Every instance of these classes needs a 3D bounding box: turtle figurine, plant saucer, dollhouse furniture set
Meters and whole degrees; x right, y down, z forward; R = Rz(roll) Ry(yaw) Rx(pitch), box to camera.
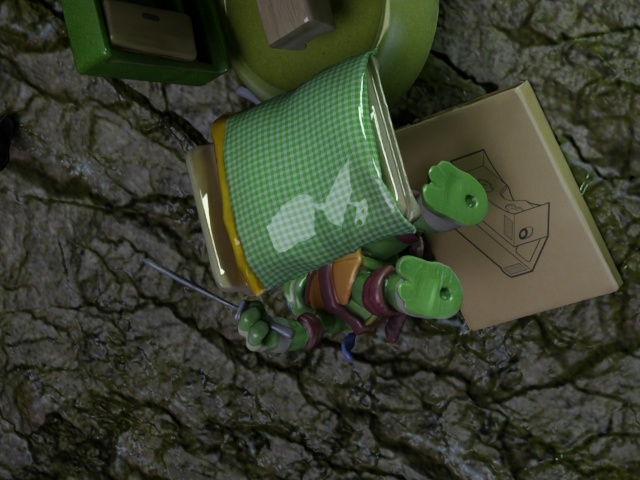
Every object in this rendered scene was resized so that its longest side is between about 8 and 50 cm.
[{"bbox_3d":[0.000,0.000,1.599,0.266,0.198,0.274,-14,110,53],"label":"turtle figurine"},{"bbox_3d":[-0.009,-0.213,1.571,0.241,0.037,0.241,8,103,33],"label":"plant saucer"},{"bbox_3d":[-0.070,-0.118,1.477,0.197,0.151,0.301,-27,70,35],"label":"dollhouse furniture set"}]

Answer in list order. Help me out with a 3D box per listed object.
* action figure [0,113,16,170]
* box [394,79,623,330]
[{"bbox_3d":[-0.466,-0.114,1.925,0.276,0.141,0.164,-3,124,35],"label":"action figure"},{"bbox_3d":[0.158,-0.028,1.605,0.164,0.021,0.201,-18,102,40],"label":"box"}]
